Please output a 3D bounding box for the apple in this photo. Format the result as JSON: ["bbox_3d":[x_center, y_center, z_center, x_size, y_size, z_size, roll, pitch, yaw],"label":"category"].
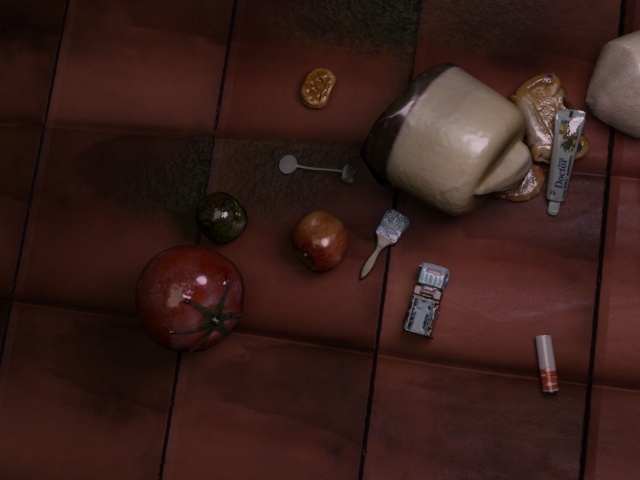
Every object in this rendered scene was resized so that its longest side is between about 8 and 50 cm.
[{"bbox_3d":[0.000,0.000,1.716,0.146,0.146,0.131,41,63,13],"label":"apple"}]

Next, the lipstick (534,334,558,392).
[{"bbox_3d":[0.526,0.285,1.633,0.038,0.038,0.130,-6,81,9],"label":"lipstick"}]

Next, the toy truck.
[{"bbox_3d":[0.250,0.138,1.664,0.080,0.115,0.177,15,83,12],"label":"toy truck"}]

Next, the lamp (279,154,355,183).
[{"bbox_3d":[-0.011,-0.182,1.804,0.198,0.056,0.050,10,85,22],"label":"lamp"}]

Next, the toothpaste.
[{"bbox_3d":[0.563,-0.180,1.643,0.067,0.037,0.255,6,112,6],"label":"toothpaste"}]

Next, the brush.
[{"bbox_3d":[0.150,0.016,1.750,0.070,0.021,0.196,31,90,12],"label":"brush"}]

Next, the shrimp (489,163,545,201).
[{"bbox_3d":[0.453,-0.133,1.705,0.184,0.043,0.091,-13,83,7],"label":"shrimp"}]

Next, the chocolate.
[{"bbox_3d":[0.302,-0.199,1.584,0.326,0.314,0.297,-44,68,0],"label":"chocolate"}]

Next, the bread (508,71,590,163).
[{"bbox_3d":[0.546,-0.288,1.691,0.134,0.081,0.225,-20,82,11],"label":"bread"}]

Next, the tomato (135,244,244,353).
[{"bbox_3d":[-0.319,0.134,1.695,0.265,0.265,0.264,-1,82,10],"label":"tomato"}]

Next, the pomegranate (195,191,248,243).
[{"bbox_3d":[-0.257,-0.069,1.784,0.125,0.138,0.163,-46,46,11],"label":"pomegranate"}]

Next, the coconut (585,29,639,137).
[{"bbox_3d":[0.730,-0.360,1.592,0.266,0.237,0.237,-26,78,0],"label":"coconut"}]

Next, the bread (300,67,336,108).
[{"bbox_3d":[-0.007,-0.395,1.823,0.083,0.044,0.110,22,85,16],"label":"bread"}]
